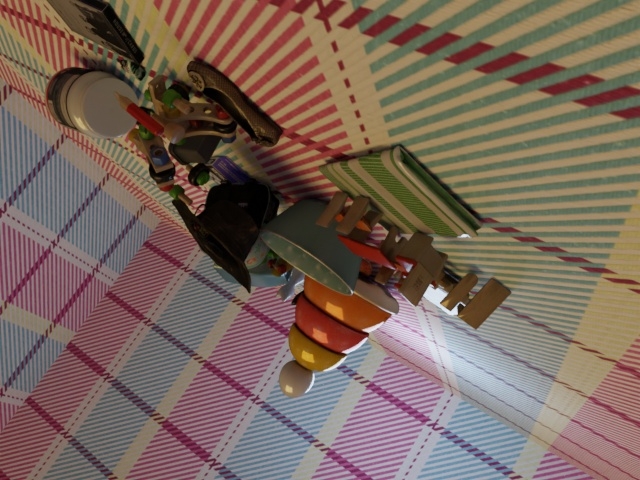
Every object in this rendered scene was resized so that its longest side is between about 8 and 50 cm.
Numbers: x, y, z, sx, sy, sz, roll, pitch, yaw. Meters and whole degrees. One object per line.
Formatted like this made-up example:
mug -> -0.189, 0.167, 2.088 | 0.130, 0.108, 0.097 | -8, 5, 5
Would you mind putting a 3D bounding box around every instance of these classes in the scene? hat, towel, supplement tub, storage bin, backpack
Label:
hat -> -0.242, -0.017, 1.552 | 0.331, 0.134, 0.331 | 44, 162, 19
towel -> 0.151, -0.091, 1.194 | 0.248, 0.038, 0.325 | 39, 168, -19
supplement tub -> -0.674, -0.405, 1.727 | 0.272, 0.191, 0.191 | 22, 163, 43
storage bin -> -0.315, -0.258, 1.535 | 0.091, 0.135, 0.098 | 14, 158, 32
backpack -> -0.248, -0.034, 1.781 | 0.225, 0.253, 0.191 | 0, 149, 17

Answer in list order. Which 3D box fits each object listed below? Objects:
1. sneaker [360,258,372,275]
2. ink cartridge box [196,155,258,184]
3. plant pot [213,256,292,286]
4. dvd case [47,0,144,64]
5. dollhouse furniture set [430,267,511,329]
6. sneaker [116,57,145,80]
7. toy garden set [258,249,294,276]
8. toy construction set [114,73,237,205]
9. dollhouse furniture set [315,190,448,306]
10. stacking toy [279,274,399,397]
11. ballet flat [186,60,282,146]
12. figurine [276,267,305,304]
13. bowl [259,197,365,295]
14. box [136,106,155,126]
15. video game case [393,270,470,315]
sneaker -> 0.109, 0.070, 1.819 | 0.064, 0.067, 0.175 | 22, 165, 36
ink cartridge box -> -0.276, -0.189, 1.873 | 0.206, 0.045, 0.208 | 40, 164, -27
plant pot -> -0.222, 0.050, 2.207 | 0.252, 0.247, 0.247 | 16, 164, 7
dvd case -> -0.538, -0.513, 1.357 | 0.239, 0.029, 0.179 | 30, 167, 19
dollhouse furniture set -> 0.350, 0.096, 1.406 | 0.144, 0.123, 0.151 | 35, -158, -5
sneaker -> -0.483, -0.441, 1.465 | 0.069, 0.038, 0.098 | 32, 167, 5
toy garden set -> -0.109, 0.042, 1.890 | 0.204, 0.244, 0.049 | 20, 127, 47
toy construction set -> -0.364, -0.273, 1.329 | 0.237, 0.257, 0.309 | 39, 179, 15
dollhouse furniture set -> 0.138, 0.036, 1.303 | 0.259, 0.135, 0.262 | 20, 162, 51
stacking toy -> 0.005, 0.310, 1.939 | 0.351, 0.480, 0.350 | 32, -179, -1
ballet flat -> -0.190, -0.286, 1.262 | 0.250, 0.058, 0.084 | 39, 166, -23
figurine -> -0.071, 0.164, 2.288 | 0.092, 0.209, 0.215 | 42, 166, -30
bowl -> 0.000, 0.000, 1.612 | 0.311, 0.163, 0.311 | 32, 167, 9
box -> -0.538, -0.374, 1.824 | 0.083, 0.052, 0.062 | 24, 164, 43
video game case -> 0.321, 0.143, 1.656 | 0.212, 0.023, 0.193 | 34, 167, -1
